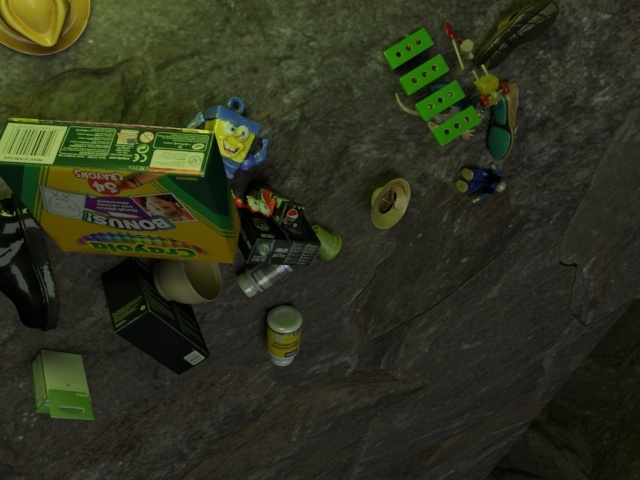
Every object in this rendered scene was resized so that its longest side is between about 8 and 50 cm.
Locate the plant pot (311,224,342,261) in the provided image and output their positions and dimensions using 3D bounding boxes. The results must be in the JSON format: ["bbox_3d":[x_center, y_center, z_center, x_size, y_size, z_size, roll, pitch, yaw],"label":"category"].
[{"bbox_3d":[0.000,0.000,1.653,0.083,0.083,0.079,-42,125,10],"label":"plant pot"}]

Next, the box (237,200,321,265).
[{"bbox_3d":[-0.112,-0.016,1.506,0.180,0.147,0.077,5,127,-34],"label":"box"}]

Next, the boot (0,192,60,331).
[{"bbox_3d":[-0.682,0.065,1.238,0.260,0.131,0.347,-17,126,-27],"label":"boot"}]

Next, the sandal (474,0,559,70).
[{"bbox_3d":[0.454,-0.492,1.469,0.090,0.060,0.219,23,130,-37],"label":"sandal"}]

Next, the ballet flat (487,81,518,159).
[{"bbox_3d":[0.495,-0.315,1.650,0.073,0.080,0.232,-36,143,-19],"label":"ballet flat"}]

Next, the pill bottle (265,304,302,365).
[{"bbox_3d":[-0.109,0.285,1.834,0.103,0.103,0.184,-14,135,-21],"label":"pill bottle"}]

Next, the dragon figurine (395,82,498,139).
[{"bbox_3d":[0.300,-0.324,1.508,0.289,0.144,0.085,5,131,-11],"label":"dragon figurine"}]

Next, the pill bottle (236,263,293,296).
[{"bbox_3d":[-0.147,0.085,1.635,0.137,0.078,0.078,-35,139,3],"label":"pill bottle"}]

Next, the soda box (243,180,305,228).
[{"bbox_3d":[-0.108,-0.083,1.422,0.060,0.169,0.053,11,104,-39],"label":"soda box"}]

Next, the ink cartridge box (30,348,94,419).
[{"bbox_3d":[-0.628,0.366,1.509,0.109,0.209,0.062,22,115,-43],"label":"ink cartridge box"}]

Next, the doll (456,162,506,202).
[{"bbox_3d":[0.470,-0.164,1.800,0.189,0.046,0.129,0,120,-40],"label":"doll"}]

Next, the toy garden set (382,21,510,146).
[{"bbox_3d":[0.286,-0.364,1.400,0.204,0.244,0.049,-32,-177,-4],"label":"toy garden set"}]

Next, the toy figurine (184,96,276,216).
[{"bbox_3d":[-0.237,-0.207,1.292,0.363,0.191,0.217,21,87,-35],"label":"toy figurine"}]

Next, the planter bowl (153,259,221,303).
[{"bbox_3d":[-0.325,0.083,1.478,0.109,0.162,0.162,-21,142,19],"label":"planter bowl"}]

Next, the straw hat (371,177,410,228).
[{"bbox_3d":[0.170,-0.108,1.657,0.145,0.061,0.144,-22,128,-31],"label":"straw hat"}]

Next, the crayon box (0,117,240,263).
[{"bbox_3d":[-0.354,-0.079,1.154,0.363,0.106,0.313,4,150,4],"label":"crayon box"}]

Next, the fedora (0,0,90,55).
[{"bbox_3d":[-0.459,-0.376,0.992,0.194,0.079,0.194,-17,138,-17],"label":"fedora"}]

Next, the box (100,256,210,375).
[{"bbox_3d":[-0.395,0.185,1.498,0.103,0.184,0.261,-32,139,3],"label":"box"}]
